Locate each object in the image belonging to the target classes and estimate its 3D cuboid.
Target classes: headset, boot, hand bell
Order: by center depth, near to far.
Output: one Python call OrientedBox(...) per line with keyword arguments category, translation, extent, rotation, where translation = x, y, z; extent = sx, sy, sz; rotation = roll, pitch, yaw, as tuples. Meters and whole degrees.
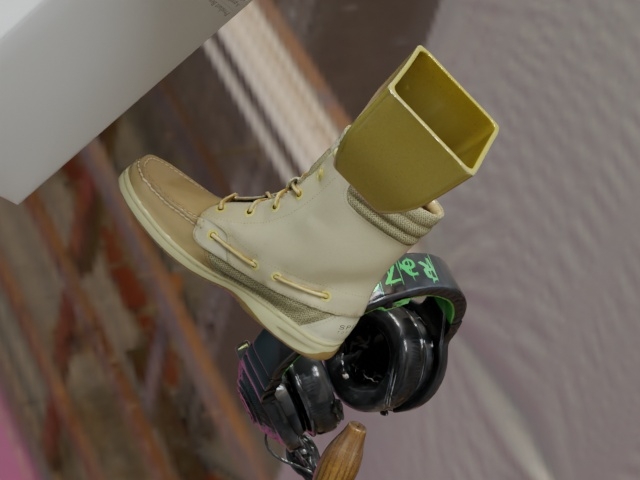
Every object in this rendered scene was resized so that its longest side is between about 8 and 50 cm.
OrientedBox(category="boot", translation=(-0.038, -0.039, 1.525), extent=(0.262, 0.095, 0.203), rotation=(40, -63, 2))
OrientedBox(category="hand bell", translation=(-0.010, 0.282, 1.624), extent=(0.126, 0.126, 0.242), rotation=(46, -63, 48))
OrientedBox(category="headset", translation=(0.030, 0.166, 1.809), extent=(0.185, 0.243, 0.394), rotation=(62, -29, 23))

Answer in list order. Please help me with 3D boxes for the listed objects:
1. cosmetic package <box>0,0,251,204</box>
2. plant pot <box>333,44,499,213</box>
OrientedBox(category="cosmetic package", translation=(-0.214, -0.219, 1.438), extent=(0.155, 0.365, 0.197), rotation=(56, 9, 27))
OrientedBox(category="plant pot", translation=(0.057, -0.065, 1.124), extent=(0.081, 0.081, 0.083), rotation=(45, -58, -7))
